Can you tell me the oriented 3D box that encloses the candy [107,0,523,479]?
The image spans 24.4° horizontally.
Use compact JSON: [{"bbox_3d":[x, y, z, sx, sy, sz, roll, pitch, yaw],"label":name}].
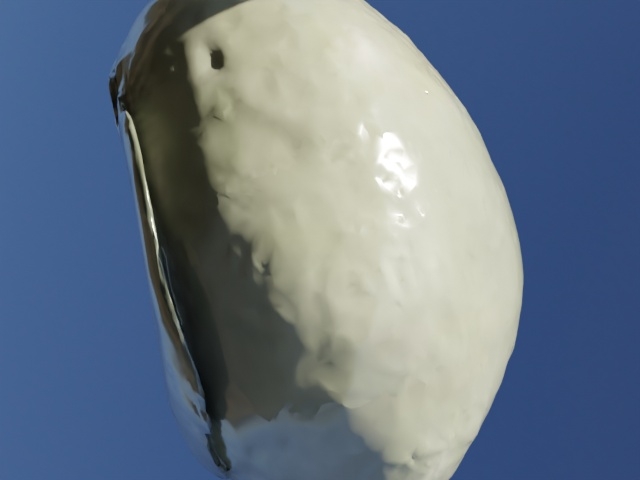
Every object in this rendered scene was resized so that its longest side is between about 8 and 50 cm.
[{"bbox_3d":[0.000,0.000,0.736,0.185,0.295,0.295,-13,-129,-1],"label":"candy"}]
